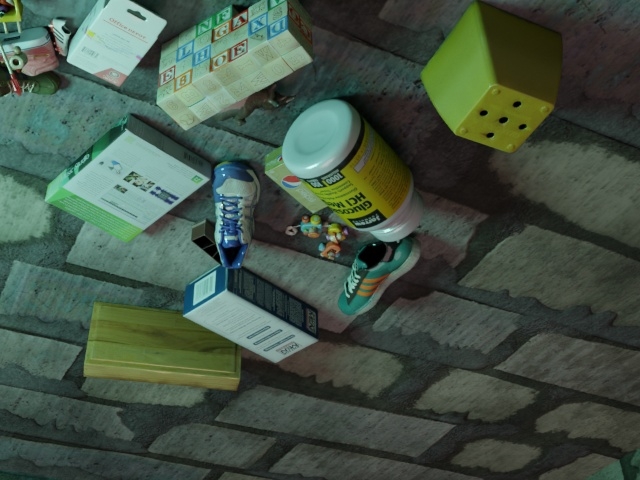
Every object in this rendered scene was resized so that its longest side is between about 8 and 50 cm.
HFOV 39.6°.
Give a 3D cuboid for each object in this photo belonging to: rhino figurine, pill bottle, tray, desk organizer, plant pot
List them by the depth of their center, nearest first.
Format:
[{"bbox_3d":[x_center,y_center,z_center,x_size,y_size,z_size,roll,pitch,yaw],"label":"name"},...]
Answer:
[{"bbox_3d":[0.344,-0.299,1.732,0.212,0.187,0.212,15,138,-21],"label":"plant pot"},{"bbox_3d":[-0.167,-0.279,1.803,0.243,0.073,0.106,-5,166,1],"label":"rhino figurine"},{"bbox_3d":[0.083,-0.138,1.922,0.188,0.188,0.334,-25,136,26],"label":"pill bottle"},{"bbox_3d":[-0.264,0.006,2.202,0.047,0.050,0.130,-22,138,24],"label":"desk organizer"},{"bbox_3d":[-0.424,0.287,2.429,0.410,0.203,0.076,8,140,-12],"label":"tray"}]

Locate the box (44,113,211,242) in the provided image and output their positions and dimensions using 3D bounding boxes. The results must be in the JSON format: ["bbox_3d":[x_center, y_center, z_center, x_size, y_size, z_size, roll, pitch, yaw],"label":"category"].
[{"bbox_3d":[-0.438,-0.132,2.017,0.322,0.058,0.232,-33,132,32],"label":"box"}]

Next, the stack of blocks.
[{"bbox_3d":[-0.161,-0.350,1.657,0.297,0.171,0.087,-23,137,24],"label":"stack of blocks"}]

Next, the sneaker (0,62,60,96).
[{"bbox_3d":[-0.619,-0.310,1.756,0.192,0.086,0.064,16,139,-21],"label":"sneaker"}]

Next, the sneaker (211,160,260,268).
[{"bbox_3d":[-0.196,-0.053,2.068,0.111,0.131,0.296,0,140,1],"label":"sneaker"}]

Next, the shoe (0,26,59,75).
[{"bbox_3d":[-0.600,-0.356,1.716,0.178,0.063,0.081,-9,136,1],"label":"shoe"}]

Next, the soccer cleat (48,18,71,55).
[{"bbox_3d":[-0.495,-0.390,1.707,0.035,0.029,0.083,-1,137,4],"label":"soccer cleat"}]

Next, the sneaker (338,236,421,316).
[{"bbox_3d":[0.120,0.078,2.275,0.121,0.108,0.302,23,127,-27],"label":"sneaker"}]

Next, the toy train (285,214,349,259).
[{"bbox_3d":[0.000,0.000,2.210,0.166,0.046,0.125,25,134,-31],"label":"toy train"}]

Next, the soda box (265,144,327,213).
[{"bbox_3d":[-0.047,-0.138,2.023,0.061,0.058,0.181,-26,135,27],"label":"soda box"}]

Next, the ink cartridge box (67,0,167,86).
[{"bbox_3d":[-0.381,-0.394,1.676,0.115,0.067,0.198,25,136,-30],"label":"ink cartridge box"}]

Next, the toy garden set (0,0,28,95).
[{"bbox_3d":[-0.634,-0.364,1.633,0.203,0.049,0.244,-2,115,0],"label":"toy garden set"}]

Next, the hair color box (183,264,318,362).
[{"bbox_3d":[-0.183,0.198,2.405,0.174,0.105,0.347,-30,133,31],"label":"hair color box"}]
